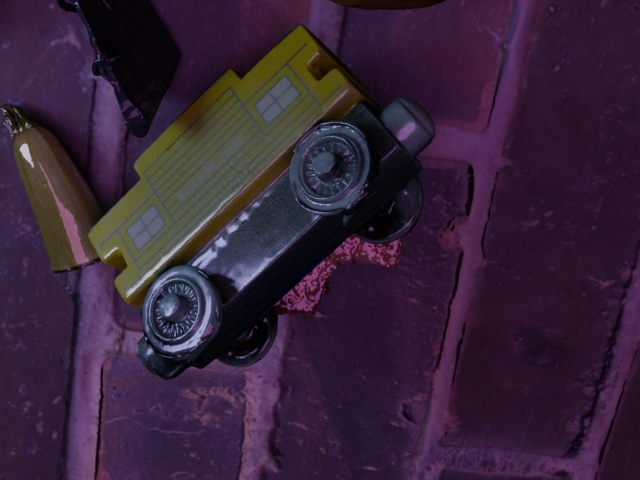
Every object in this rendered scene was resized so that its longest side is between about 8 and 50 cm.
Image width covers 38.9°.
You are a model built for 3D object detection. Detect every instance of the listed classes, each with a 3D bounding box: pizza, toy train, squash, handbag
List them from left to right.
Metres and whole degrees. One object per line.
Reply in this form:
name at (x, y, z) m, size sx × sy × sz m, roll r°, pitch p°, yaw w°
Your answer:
squash at (-0.342, -0.071, 1.147) m, size 0.094 × 0.094 × 0.224 m, roll -23°, pitch 102°, yaw 6°
handbag at (-0.246, -0.257, 1.027) m, size 0.088 × 0.175 × 0.270 m, roll -22°, pitch 109°, yaw 8°
toy train at (-0.080, -0.044, 1.064) m, size 0.442 × 0.272 × 0.179 m, roll -42°, pitch 151°, yaw 12°
pizza at (0.000, 0.000, 1.177) m, size 0.305 × 0.085 × 0.161 m, roll -35°, pitch 91°, yaw 4°

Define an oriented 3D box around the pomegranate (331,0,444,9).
pomegranate at (0.077, -0.394, 0.938) m, size 0.321 × 0.322 × 0.322 m, roll -1°, pitch 110°, yaw -2°
